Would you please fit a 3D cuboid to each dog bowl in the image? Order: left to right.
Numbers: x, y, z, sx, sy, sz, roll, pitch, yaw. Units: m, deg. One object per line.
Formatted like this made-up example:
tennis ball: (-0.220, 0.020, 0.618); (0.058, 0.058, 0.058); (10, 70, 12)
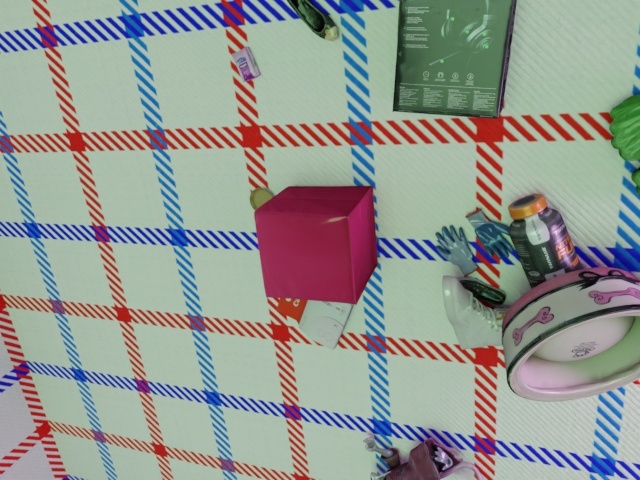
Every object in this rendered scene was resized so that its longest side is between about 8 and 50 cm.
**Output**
dog bowl: (0.627, 0.225, 1.288); (0.408, 0.150, 0.408); (-5, 137, -5)

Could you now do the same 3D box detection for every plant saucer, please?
plant saucer: (-0.175, -0.121, 1.631); (0.083, 0.015, 0.083); (8, 115, 19)

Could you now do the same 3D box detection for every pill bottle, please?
pill bottle: (0.549, 0.010, 1.327); (0.130, 0.130, 0.246); (-20, 104, 28)

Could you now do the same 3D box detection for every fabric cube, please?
fabric cube: (0.000, 0.000, 1.475); (0.258, 0.259, 0.254); (1, 112, 20)

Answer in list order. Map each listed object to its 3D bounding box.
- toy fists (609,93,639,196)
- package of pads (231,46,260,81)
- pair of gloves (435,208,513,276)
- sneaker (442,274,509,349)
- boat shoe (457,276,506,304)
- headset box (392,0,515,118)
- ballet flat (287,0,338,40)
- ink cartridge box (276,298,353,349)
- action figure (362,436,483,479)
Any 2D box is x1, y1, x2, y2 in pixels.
toy fists: (0.740, -0.191, 1.183); (0.142, 0.096, 0.279); (-29, 98, 20)
package of pads: (-0.205, -0.482, 1.473); (0.050, 0.032, 0.083); (-15, 106, 30)
pair of gloves: (0.414, 0.004, 1.443); (0.198, 0.023, 0.159); (-34, 99, 31)
sneaker: (0.432, 0.187, 1.436); (0.169, 0.108, 0.292); (-8, 136, 26)
boat shoe: (0.440, 0.139, 1.480); (0.142, 0.040, 0.049); (17, 118, 14)
headset box: (0.304, -0.437, 1.227); (0.246, 0.131, 0.283); (8, 115, 19)
ballet flat: (-0.026, -0.565, 1.352); (0.173, 0.049, 0.057); (43, 122, 0)
ink cartridge box: (-0.025, 0.216, 1.699); (0.232, 0.066, 0.189); (23, 119, 7)
action figure: (0.305, 0.771, 1.775); (0.275, 0.248, 0.370); (16, 144, -33)
